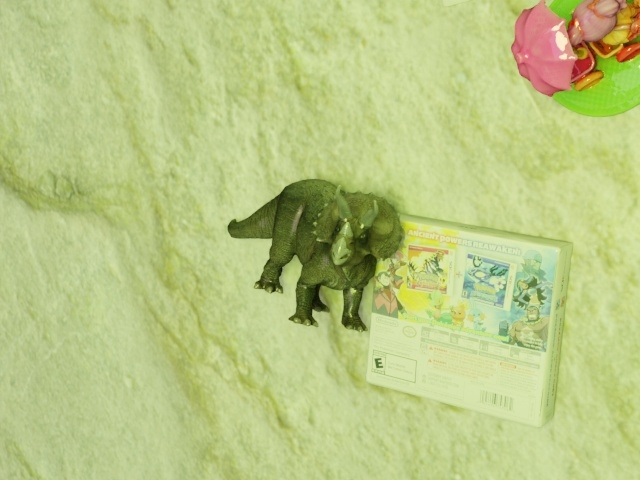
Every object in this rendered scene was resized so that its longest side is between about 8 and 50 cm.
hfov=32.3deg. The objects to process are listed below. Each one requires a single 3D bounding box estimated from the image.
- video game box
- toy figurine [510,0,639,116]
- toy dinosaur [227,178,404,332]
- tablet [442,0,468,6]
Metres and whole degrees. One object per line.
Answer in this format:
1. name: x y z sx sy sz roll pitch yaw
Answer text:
1. video game box: 0.148 0.077 1.144 0.205 0.048 0.187 12 107 31
2. toy figurine: 0.239 -0.180 0.969 0.173 0.159 0.130 -33 81 32
3. toy dinosaur: 0.000 0.000 1.188 0.313 0.121 0.160 36 112 63
4. tablet: 0.154 -0.268 1.098 0.083 0.006 0.054 -9 95 34
